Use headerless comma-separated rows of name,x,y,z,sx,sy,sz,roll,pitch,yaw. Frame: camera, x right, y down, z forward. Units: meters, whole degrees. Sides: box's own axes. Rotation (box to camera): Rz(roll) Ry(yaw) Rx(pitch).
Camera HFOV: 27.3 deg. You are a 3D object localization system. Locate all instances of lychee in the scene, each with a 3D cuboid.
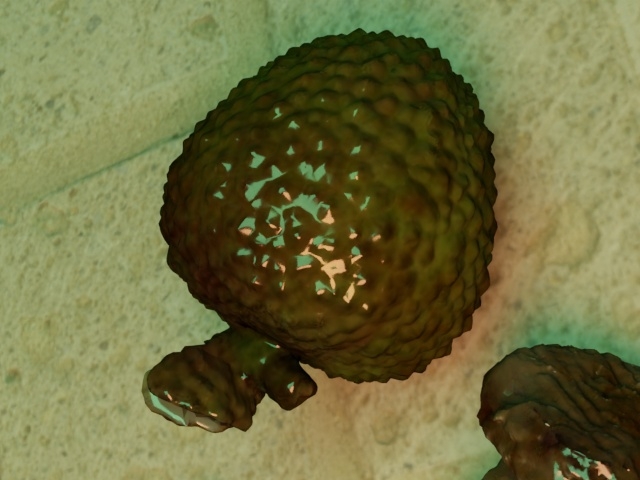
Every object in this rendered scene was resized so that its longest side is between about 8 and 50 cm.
lychee,0.005,-0.011,0.996,0.269,0.270,0.320,-6,75,27

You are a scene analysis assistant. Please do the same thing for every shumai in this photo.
shumai,0.197,0.192,0.906,0.218,0.184,0.186,20,120,21
